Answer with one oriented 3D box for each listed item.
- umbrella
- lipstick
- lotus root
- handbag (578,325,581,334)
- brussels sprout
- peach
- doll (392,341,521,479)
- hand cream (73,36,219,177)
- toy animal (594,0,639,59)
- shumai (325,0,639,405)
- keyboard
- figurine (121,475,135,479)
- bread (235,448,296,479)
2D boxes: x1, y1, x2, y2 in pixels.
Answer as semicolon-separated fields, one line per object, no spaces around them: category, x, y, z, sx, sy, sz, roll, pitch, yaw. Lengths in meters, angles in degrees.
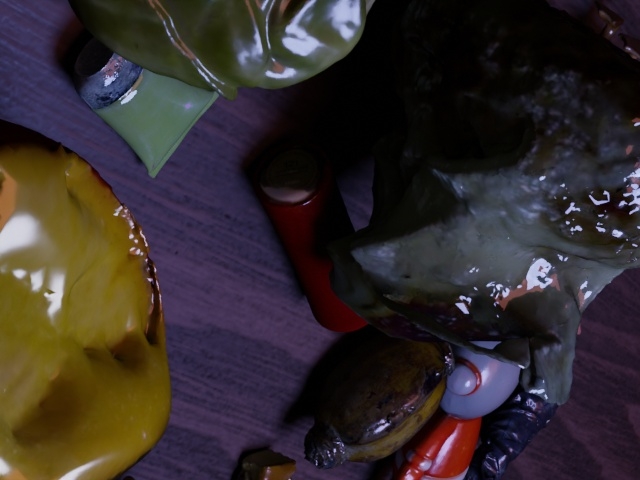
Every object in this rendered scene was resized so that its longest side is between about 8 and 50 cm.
umbrella;0.216;0.256;2.360;0.224;0.071;0.080;-49;144;-35
lipstick;0.000;0.000;1.872;0.080;0.080;0.241;-44;146;-14
lotus root;0.060;0.171;2.071;0.209;0.120;0.120;-39;144;-18
handbag;0.291;-0.015;2.164;0.157;0.059;0.212;-55;155;-65
brussels sprout;-0.058;-0.265;1.421;0.328;0.247;0.328;-31;143;-27
peach;-0.281;0.070;1.449;0.306;0.242;0.380;-59;139;-32
doll;0.156;0.185;2.205;0.200;0.105;0.336;-31;151;-58
hand cream;-0.151;-0.122;1.611;0.095;0.046;0.175;-53;153;-3
toy animal;0.283;-0.163;2.083;0.179;0.089;0.188;-48;151;22
shumai;0.160;-0.048;1.779;0.348;0.395;0.395;-52;147;8
keyboard;0.099;-0.170;1.901;0.061;0.013;0.204;-52;147;-3
figurine;-0.236;0.337;1.809;0.275;0.158;0.161;-21;125;-40
bread;-0.078;0.328;2.096;0.088;0.049;0.226;-5;122;-49
